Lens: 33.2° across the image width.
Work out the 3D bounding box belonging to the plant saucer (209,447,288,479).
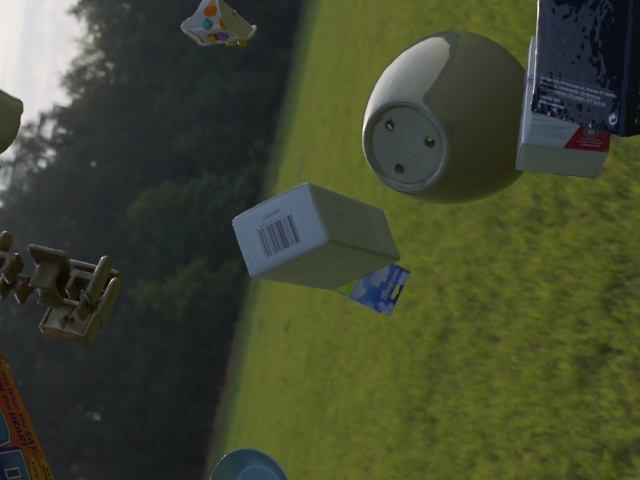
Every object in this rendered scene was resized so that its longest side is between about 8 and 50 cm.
[{"bbox_3d":[-0.122,0.480,1.993,0.037,0.195,0.194,2,-80,-59],"label":"plant saucer"}]

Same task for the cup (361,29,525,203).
[{"bbox_3d":[0.205,-0.201,1.960,0.237,0.331,0.331,-32,-40,-54],"label":"cup"}]

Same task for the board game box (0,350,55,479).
[{"bbox_3d":[-0.753,0.389,1.884,0.356,0.356,0.356,66,-164,4],"label":"board game box"}]

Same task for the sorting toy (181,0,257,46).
[{"bbox_3d":[-0.138,-0.273,1.391,0.083,0.075,0.044,34,-125,-47],"label":"sorting toy"}]

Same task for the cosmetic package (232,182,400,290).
[{"bbox_3d":[0.000,0.000,1.376,0.231,0.117,0.085,14,-125,-65],"label":"cosmetic package"}]

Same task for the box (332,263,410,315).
[{"bbox_3d":[0.087,0.076,2.251,0.109,0.178,0.042,-65,-9,-4],"label":"box"}]

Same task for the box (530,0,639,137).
[{"bbox_3d":[0.432,-0.303,1.326,0.183,0.296,0.293,30,127,56],"label":"box"}]

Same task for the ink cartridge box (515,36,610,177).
[{"bbox_3d":[0.370,-0.201,1.625,0.127,0.128,0.176,68,-150,-74],"label":"ink cartridge box"}]

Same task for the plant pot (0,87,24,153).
[{"bbox_3d":[-0.566,-0.139,1.376,0.334,0.306,0.333,-49,27,36],"label":"plant pot"}]

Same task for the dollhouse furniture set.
[{"bbox_3d":[-0.479,0.068,2.040,0.242,0.212,0.161,85,-159,-56],"label":"dollhouse furniture set"}]
